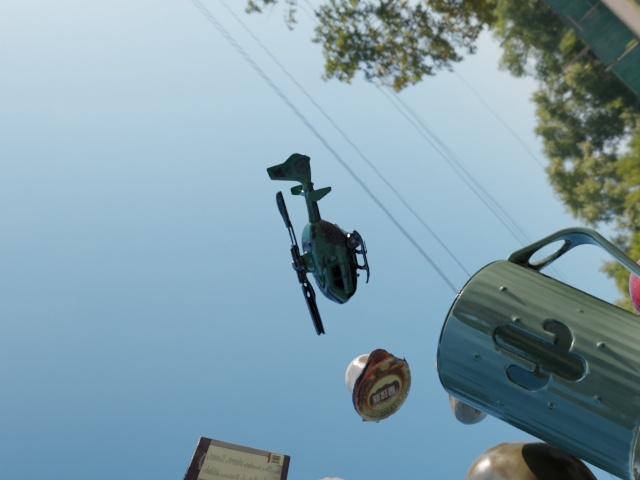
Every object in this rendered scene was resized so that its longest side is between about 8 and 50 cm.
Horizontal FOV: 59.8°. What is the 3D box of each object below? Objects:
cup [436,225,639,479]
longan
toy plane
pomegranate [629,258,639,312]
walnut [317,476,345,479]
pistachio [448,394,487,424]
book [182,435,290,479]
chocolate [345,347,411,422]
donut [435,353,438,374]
[{"bbox_3d":[0.455,0.191,1.042,0.310,0.401,0.392,-9,-159,-37],"label":"cup"},{"bbox_3d":[0.428,0.569,1.121,0.318,0.319,0.319,30,-147,-23],"label":"longan"},{"bbox_3d":[0.000,0.000,1.169,0.155,0.382,0.106,-21,-160,-22],"label":"toy plane"},{"bbox_3d":[0.835,0.112,1.270,0.235,0.210,0.210,10,-171,37],"label":"pomegranate"},{"bbox_3d":[0.024,0.716,1.361,0.257,0.225,0.257,28,-171,-5],"label":"walnut"},{"bbox_3d":[0.377,0.403,1.405,0.112,0.149,0.113,7,-144,-5],"label":"pistachio"},{"bbox_3d":[-0.192,0.542,1.309,0.231,0.026,0.157,12,-163,0],"label":"book"},{"bbox_3d":[0.143,0.400,1.618,0.221,0.222,0.147,17,-174,-38],"label":"chocolate"},{"bbox_3d":[0.493,0.431,1.971,0.085,0.199,0.233,10,-170,-19],"label":"donut"}]
